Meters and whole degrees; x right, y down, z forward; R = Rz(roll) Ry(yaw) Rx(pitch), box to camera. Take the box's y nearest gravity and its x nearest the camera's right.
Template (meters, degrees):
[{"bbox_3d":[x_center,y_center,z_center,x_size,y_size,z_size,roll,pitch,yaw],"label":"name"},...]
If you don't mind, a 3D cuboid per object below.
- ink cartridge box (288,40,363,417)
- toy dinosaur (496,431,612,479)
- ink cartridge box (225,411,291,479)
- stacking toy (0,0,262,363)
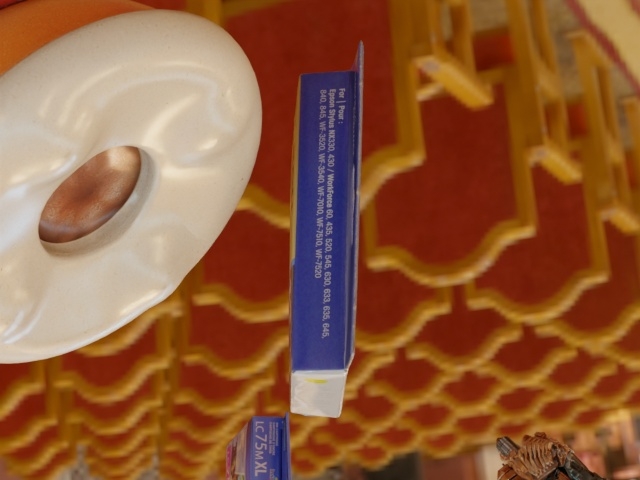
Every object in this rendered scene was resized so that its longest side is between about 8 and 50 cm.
[{"bbox_3d":[0.000,0.000,1.465,0.072,0.304,0.307,2,163,1],"label":"ink cartridge box"},{"bbox_3d":[0.268,0.307,1.722,0.164,0.218,0.322,-45,153,10],"label":"toy dinosaur"},{"bbox_3d":[-0.104,0.395,2.403,0.065,0.186,0.311,4,161,-14],"label":"ink cartridge box"},{"bbox_3d":[-0.314,-0.159,1.312,0.350,0.480,0.351,-33,150,-22],"label":"stacking toy"}]
